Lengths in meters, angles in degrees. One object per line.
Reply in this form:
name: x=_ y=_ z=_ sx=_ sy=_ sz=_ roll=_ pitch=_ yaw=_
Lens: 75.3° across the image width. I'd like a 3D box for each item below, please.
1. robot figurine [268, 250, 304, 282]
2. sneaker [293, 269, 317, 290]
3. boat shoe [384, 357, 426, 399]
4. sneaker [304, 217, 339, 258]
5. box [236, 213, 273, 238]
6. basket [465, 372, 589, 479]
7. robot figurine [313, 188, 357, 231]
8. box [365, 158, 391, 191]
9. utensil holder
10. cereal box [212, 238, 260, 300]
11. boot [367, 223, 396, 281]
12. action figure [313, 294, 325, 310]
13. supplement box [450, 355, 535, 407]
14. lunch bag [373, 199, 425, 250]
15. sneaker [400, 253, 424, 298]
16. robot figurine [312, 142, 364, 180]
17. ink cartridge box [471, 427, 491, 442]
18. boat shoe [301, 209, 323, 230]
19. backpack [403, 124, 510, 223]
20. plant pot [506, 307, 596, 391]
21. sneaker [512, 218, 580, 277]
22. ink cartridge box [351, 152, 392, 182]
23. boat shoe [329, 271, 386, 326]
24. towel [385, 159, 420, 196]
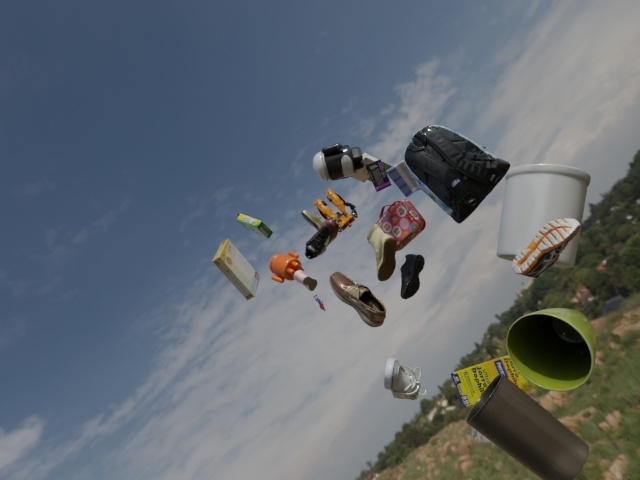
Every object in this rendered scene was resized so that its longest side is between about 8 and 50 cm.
robot figurine: x=-0.189 y=0.140 z=2.207 sx=0.128 sy=0.219 sz=0.158 roll=-2 pitch=-77 yaw=-42
sneaker: x=-0.062 y=0.156 z=1.665 sx=0.051 sy=0.070 sz=0.134 roll=-55 pitch=-31 yaw=-8
boat shoe: x=0.373 y=0.611 z=1.768 sx=0.367 sy=0.157 sz=0.135 roll=63 pitch=-142 yaw=-49
sneaker: x=0.000 y=0.000 z=2.104 sx=0.135 sy=0.098 sz=0.276 roll=-39 pitch=-12 yaw=-48
box: x=-0.321 y=-0.072 z=1.971 sx=0.043 sy=0.179 sz=0.105 roll=-57 pitch=-41 yaw=-13
basket: x=0.490 y=0.454 z=0.991 sx=0.154 sy=0.227 sz=0.204 roll=-54 pitch=-23 yaw=3
robot figurine: x=0.102 y=-0.185 z=2.625 sx=0.211 sy=0.291 sz=0.085 roll=-42 pitch=-21 yaw=1
box: x=0.323 y=-0.363 z=2.307 sx=0.116 sy=0.162 sz=0.029 roll=-27 pitch=6 yaw=-38
utensil holder: x=0.946 y=-0.097 z=1.790 sx=0.328 sy=0.328 sz=0.385 roll=21 pitch=-100 yaw=-64
cereal box: x=-0.363 y=0.127 z=1.817 sx=0.047 sy=0.240 sz=0.173 roll=-30 pitch=22 yaw=14
boot: x=0.314 y=0.063 z=2.188 sx=0.095 sy=0.203 sz=0.261 roll=-8 pitch=-62 yaw=-16
action figure: x=0.000 y=0.394 z=2.611 sx=0.038 sy=0.115 sz=0.030 roll=-39 pitch=-13 yaw=38
supplement box: x=0.933 y=0.766 z=2.267 sx=0.195 sy=0.194 sz=0.356 roll=1 pitch=-29 yaw=-35
lunch bag: x=0.444 y=-0.095 z=2.436 sx=0.120 sy=0.258 sz=0.293 roll=-15 pitch=-26 yaw=-46
sneaker: x=0.538 y=0.215 z=2.516 sx=0.109 sy=0.130 sz=0.286 roll=18 pitch=-90 yaw=-33
robot figurine: x=0.095 y=-0.430 z=2.286 sx=0.278 sy=0.209 sz=0.173 roll=-13 pitch=15 yaw=7
ink cartridge box: x=0.624 y=0.671 z=1.511 sx=0.090 sy=0.143 sz=0.092 roll=-32 pitch=-65 yaw=-70
boat shoe: x=-0.023 y=-0.115 z=2.361 sx=0.072 sy=0.190 sz=0.068 roll=-49 pitch=11 yaw=-12
backpack: x=0.487 y=-0.282 z=1.611 sx=0.290 sy=0.356 sz=0.273 roll=-54 pitch=-5 yaw=12
plant pot: x=0.875 y=0.358 z=1.509 sx=0.294 sy=0.275 sz=0.274 roll=-12 pitch=-43 yaw=-43
sneaker: x=0.653 y=0.024 z=1.187 sx=0.083 sy=0.084 sz=0.215 roll=25 pitch=-57 yaw=-20
ink cartridge box: x=0.317 y=-0.433 z=2.591 sx=0.235 sy=0.056 sz=0.171 roll=20 pitch=-48 yaw=-28
boat shoe: x=0.177 y=0.246 z=1.886 sx=0.123 sy=0.324 sz=0.116 roll=-32 pitch=-27 yaw=-40
towel: x=0.528 y=-0.371 z=2.252 sx=0.285 sy=0.209 sz=0.034 roll=-29 pitch=27 yaw=31
